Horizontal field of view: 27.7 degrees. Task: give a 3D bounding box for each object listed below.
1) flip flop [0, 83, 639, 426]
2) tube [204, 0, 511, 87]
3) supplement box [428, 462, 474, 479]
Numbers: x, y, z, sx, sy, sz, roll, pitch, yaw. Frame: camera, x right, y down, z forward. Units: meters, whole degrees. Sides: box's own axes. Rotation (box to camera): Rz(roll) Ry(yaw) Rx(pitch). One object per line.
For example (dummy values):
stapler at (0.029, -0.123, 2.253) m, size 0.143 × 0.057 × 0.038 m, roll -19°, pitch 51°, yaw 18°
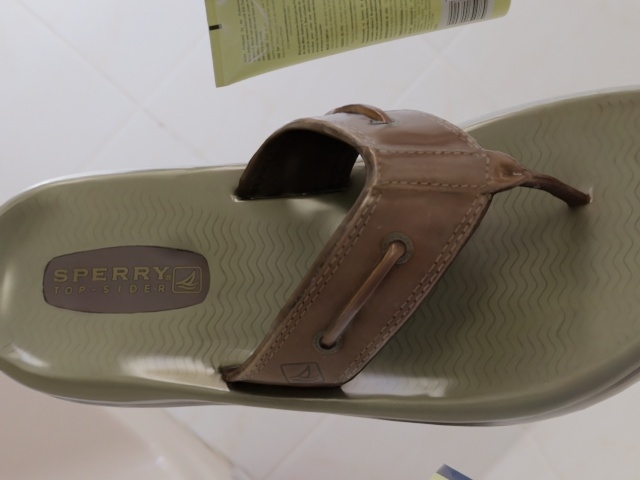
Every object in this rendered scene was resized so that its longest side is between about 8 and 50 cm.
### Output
flip flop at (0.000, 0.000, 0.427) m, size 0.080 × 0.277 × 0.112 m, roll 55°, pitch 35°, yaw -63°
tube at (0.028, -0.186, 1.008) m, size 0.062 × 0.240 × 0.070 m, roll 113°, pitch -38°, yaw -70°
supplement box at (0.072, 0.190, 0.736) m, size 0.056 × 0.083 × 0.083 m, roll 26°, pitch -34°, yaw 35°
